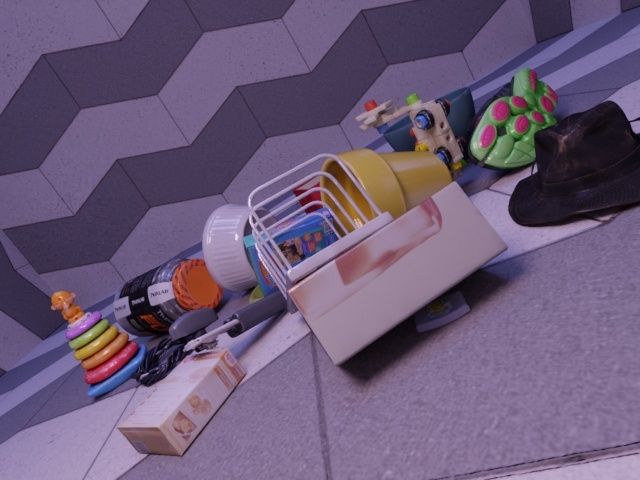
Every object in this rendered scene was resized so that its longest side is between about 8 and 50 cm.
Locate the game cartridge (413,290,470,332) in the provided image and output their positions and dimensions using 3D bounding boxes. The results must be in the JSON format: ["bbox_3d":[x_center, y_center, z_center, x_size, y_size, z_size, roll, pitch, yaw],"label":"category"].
[{"bbox_3d":[0.181,0.108,0.641,0.083,0.017,0.056,-28,18,13],"label":"game cartridge"}]

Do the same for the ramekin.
[{"bbox_3d":[-0.214,0.018,1.273,0.127,0.272,0.273,-7,25,28],"label":"ramekin"}]

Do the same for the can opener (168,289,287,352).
[{"bbox_3d":[-0.179,0.161,0.908,0.281,0.093,0.074,-17,-14,-48],"label":"can opener"}]

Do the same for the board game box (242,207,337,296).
[{"bbox_3d":[-0.061,0.029,1.008,0.211,0.160,0.047,-21,38,-13],"label":"board game box"}]

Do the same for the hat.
[{"bbox_3d":[0.468,-0.165,0.750,0.332,0.133,0.331,-28,15,8],"label":"hat"}]

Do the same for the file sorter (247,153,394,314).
[{"bbox_3d":[-0.018,-0.005,0.798,0.193,0.173,0.277,-31,-14,-14],"label":"file sorter"}]

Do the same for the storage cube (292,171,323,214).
[{"bbox_3d":[0.056,-0.123,1.313,0.215,0.193,0.184,-35,15,-13],"label":"storage cube"}]

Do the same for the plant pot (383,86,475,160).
[{"bbox_3d":[0.374,-0.330,1.360,0.291,0.195,0.290,-28,14,8],"label":"plant pot"}]

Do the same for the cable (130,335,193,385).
[{"bbox_3d":[-0.402,0.298,1.106,0.151,0.047,0.184,-18,19,42],"label":"cable"}]

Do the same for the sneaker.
[{"bbox_3d":[0.498,-0.294,1.134,0.483,0.185,0.202,-44,-3,-42],"label":"sneaker"}]

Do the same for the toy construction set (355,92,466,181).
[{"bbox_3d":[0.252,-0.252,1.094,0.151,0.328,0.215,-52,23,-12],"label":"toy construction set"}]

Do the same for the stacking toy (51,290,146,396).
[{"bbox_3d":[-0.649,0.267,1.193,0.175,0.301,0.166,-36,15,-15],"label":"stacking toy"}]

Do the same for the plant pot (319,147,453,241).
[{"bbox_3d":[0.159,-0.100,0.970,0.239,0.253,0.254,-20,10,-19],"label":"plant pot"}]

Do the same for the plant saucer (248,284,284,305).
[{"bbox_3d":[-0.099,0.114,1.137,0.241,0.037,0.241,-28,15,8],"label":"plant saucer"}]

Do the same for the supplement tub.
[{"bbox_3d":[-0.479,0.179,1.341,0.338,0.207,0.207,-22,17,34],"label":"supplement tub"}]

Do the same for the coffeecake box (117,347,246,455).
[{"bbox_3d":[-0.250,0.292,0.780,0.143,0.068,0.185,-20,18,37],"label":"coffeecake box"}]

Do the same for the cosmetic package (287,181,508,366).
[{"bbox_3d":[0.108,0.055,0.655,0.296,0.129,0.153,-32,-12,-8],"label":"cosmetic package"}]
